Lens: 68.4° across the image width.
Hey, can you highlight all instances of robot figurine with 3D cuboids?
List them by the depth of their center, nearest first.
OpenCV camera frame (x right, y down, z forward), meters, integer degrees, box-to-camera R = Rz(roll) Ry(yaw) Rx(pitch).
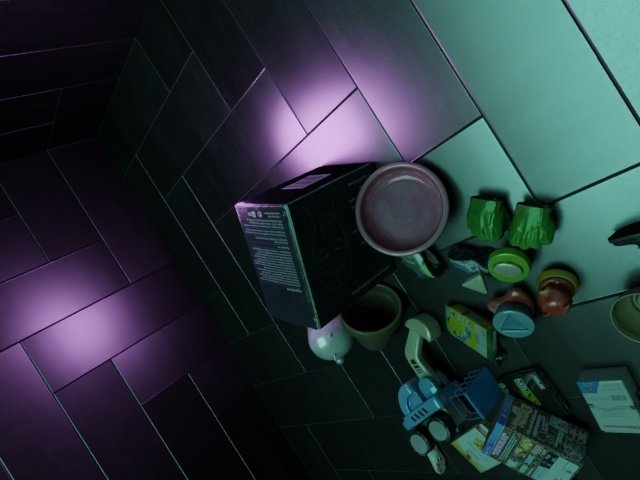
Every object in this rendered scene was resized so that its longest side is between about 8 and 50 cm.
[{"bbox_3d":[0.041,0.412,2.138,0.353,0.200,0.299,-107,-7,-78],"label":"robot figurine"}]

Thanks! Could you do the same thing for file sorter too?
[{"bbox_3d":[0.599,0.593,1.820,0.118,0.170,0.104,53,141,5],"label":"file sorter"}]

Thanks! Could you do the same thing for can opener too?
[{"bbox_3d":[0.630,0.382,1.742,0.073,0.059,0.186,-8,109,47],"label":"can opener"}]

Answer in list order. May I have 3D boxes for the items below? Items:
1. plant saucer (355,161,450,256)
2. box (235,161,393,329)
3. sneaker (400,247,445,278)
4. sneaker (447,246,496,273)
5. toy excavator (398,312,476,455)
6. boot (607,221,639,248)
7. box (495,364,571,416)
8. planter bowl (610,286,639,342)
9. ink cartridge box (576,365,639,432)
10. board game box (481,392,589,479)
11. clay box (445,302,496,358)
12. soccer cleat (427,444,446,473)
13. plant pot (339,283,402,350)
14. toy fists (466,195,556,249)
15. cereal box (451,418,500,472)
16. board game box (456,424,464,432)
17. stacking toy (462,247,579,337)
[{"bbox_3d":[0.290,-0.108,1.664,0.332,0.084,0.332,-1,87,23],"label":"plant saucer"},{"bbox_3d":[0.000,0.000,1.799,0.297,0.480,0.471,4,116,45],"label":"box"},{"bbox_3d":[0.335,0.029,1.779,0.300,0.111,0.121,57,143,4],"label":"sneaker"},{"bbox_3d":[0.552,0.075,1.633,0.211,0.080,0.081,14,150,35],"label":"sneaker"},{"bbox_3d":[0.432,0.582,1.941,0.445,0.222,0.433,51,134,22],"label":"toy excavator"},{"bbox_3d":[0.926,0.059,1.238,0.263,0.091,0.229,-11,106,46],"label":"boot"},{"bbox_3d":[0.775,0.564,1.726,0.190,0.045,0.184,53,142,3],"label":"box"},{"bbox_3d":[0.914,0.192,1.314,0.162,0.109,0.162,25,131,32],"label":"planter bowl"},{"bbox_3d":[0.938,0.509,1.507,0.140,0.082,0.190,-24,98,49],"label":"ink cartridge box"},{"bbox_3d":[0.771,0.734,1.711,0.291,0.141,0.232,22,135,22],"label":"board game box"},{"bbox_3d":[0.553,0.324,1.746,0.222,0.053,0.127,36,140,59],"label":"clay box"},{"bbox_3d":[0.534,1.007,2.223,0.076,0.068,0.196,-5,110,61],"label":"soccer cleat"},{"bbox_3d":[0.219,0.349,2.002,0.263,0.263,0.229,24,146,32],"label":"plant pot"},{"bbox_3d":[0.594,-0.056,1.485,0.279,0.096,0.142,15,111,39],"label":"toy fists"},{"bbox_3d":[0.689,0.871,1.994,0.173,0.047,0.240,42,137,16],"label":"cereal box"},{"bbox_3d":[0.541,0.770,2.092,0.126,0.026,0.186,-25,95,48],"label":"board game box"},{"bbox_3d":[0.624,0.185,1.517,0.280,0.130,0.309,32,137,0],"label":"stacking toy"}]
